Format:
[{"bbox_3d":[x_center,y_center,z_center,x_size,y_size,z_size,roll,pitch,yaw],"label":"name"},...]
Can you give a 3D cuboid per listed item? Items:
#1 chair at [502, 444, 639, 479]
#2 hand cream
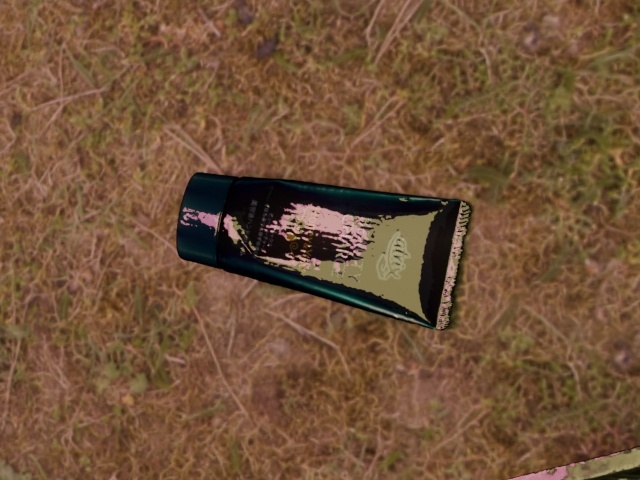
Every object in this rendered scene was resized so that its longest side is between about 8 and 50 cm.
[{"bbox_3d":[0.239,0.233,1.112,0.136,0.270,0.147,-19,80,20],"label":"chair"},{"bbox_3d":[0.000,0.000,1.347,0.270,0.061,0.120,11,87,15],"label":"hand cream"}]
